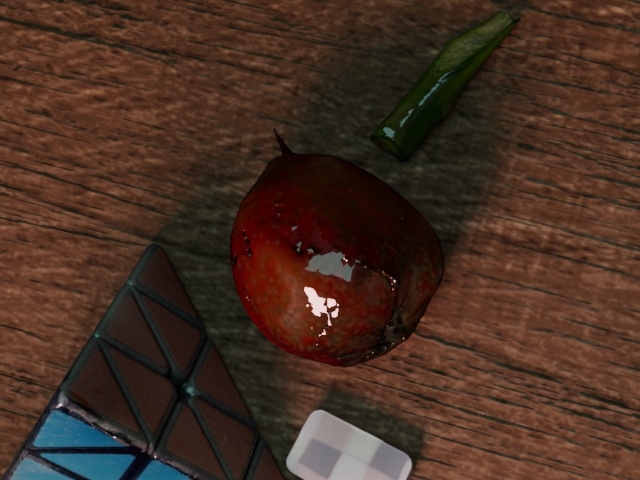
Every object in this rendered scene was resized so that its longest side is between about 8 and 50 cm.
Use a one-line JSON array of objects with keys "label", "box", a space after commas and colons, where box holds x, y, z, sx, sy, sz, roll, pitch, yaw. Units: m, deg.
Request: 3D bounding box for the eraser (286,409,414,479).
[{"label": "eraser", "box": [0.027, 0.200, 1.349, 0.105, 0.026, 0.065, 25, 80, 14]}]

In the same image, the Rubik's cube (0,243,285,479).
[{"label": "Rubik's cube", "box": [-0.168, 0.163, 1.328, 0.228, 0.233, 0.229, -18, 116, -32]}]

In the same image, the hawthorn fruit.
[{"label": "hawthorn fruit", "box": [0.000, 0.000, 1.336, 0.181, 0.181, 0.235, -31, 62, 1]}]

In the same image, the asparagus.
[{"label": "asparagus", "box": [0.117, -0.151, 1.406, 0.045, 0.041, 0.178, 39, 85, 7]}]
